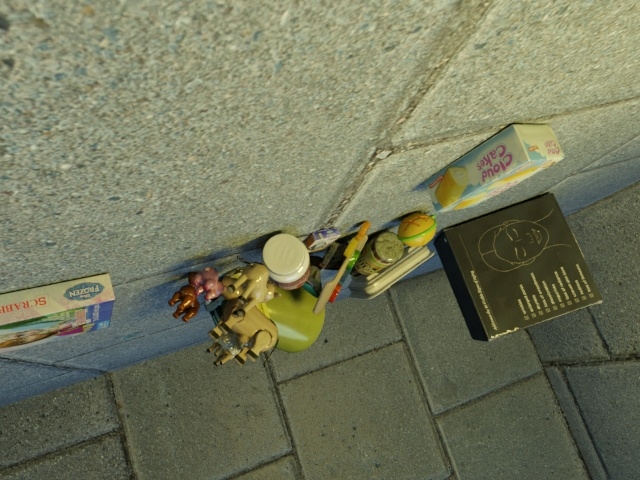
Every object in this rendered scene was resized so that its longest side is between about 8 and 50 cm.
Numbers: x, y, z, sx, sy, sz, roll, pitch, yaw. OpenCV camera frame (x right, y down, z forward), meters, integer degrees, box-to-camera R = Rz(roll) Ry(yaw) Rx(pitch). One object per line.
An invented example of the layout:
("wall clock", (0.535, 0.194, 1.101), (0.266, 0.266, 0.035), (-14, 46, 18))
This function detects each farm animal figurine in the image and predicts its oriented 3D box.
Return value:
("farm animal figurine", (-0.209, 0.173, 1.218), (0.330, 0.327, 0.172), (-11, -152, 40))

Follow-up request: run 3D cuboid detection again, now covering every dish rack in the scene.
("dish rack", (0.261, 0.111, 1.844), (0.333, 0.072, 0.285), (-32, -177, -15))

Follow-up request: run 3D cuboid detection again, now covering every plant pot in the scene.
("plant pot", (-0.181, 0.234, 1.599), (0.275, 0.275, 0.293), (-27, 150, 30))

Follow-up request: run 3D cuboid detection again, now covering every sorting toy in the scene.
("sorting toy", (0.076, 0.084, 1.409), (0.229, 0.041, 0.307), (-52, 170, -34))

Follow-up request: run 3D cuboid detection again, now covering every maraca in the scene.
("maraca", (0.302, -0.040, 1.452), (0.127, 0.099, 0.185), (-16, -165, 23))

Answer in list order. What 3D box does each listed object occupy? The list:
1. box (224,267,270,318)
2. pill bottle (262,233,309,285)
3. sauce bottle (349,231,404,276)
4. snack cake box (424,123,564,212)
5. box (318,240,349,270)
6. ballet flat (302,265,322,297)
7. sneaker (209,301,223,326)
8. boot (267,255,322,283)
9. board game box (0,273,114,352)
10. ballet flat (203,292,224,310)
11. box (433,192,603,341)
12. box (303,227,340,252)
("box", (-0.207, 0.199, 1.390), (0.058, 0.232, 0.087), (-24, 168, 25))
("pill bottle", (-0.088, 0.056, 1.220), (0.121, 0.121, 0.221), (-18, 167, -5))
("sauce bottle", (0.181, 0.065, 1.666), (0.111, 0.111, 0.344), (-15, 168, -19))
("snack cake box", (0.392, -0.161, 1.076), (0.152, 0.089, 0.264), (-9, 164, -36))
("box", (0.052, 0.050, 1.501), (0.094, 0.027, 0.137), (-61, 157, 8))
("ballet flat", (-0.049, 0.100, 1.419), (0.077, 0.079, 0.221), (17, 161, 44))
("sneaker", (-0.294, 0.253, 1.789), (0.125, 0.139, 0.341), (-35, -179, 21))
("boot", (-0.094, 0.093, 1.461), (0.219, 0.082, 0.106), (-17, 170, -1))
("board game box", (-0.644, 0.179, 1.054), (0.318, 0.066, 0.319), (-12, 165, -29))
("ballet flat", (-0.334, 0.166, 1.494), (0.068, 0.072, 0.213), (25, 141, -32))
("box", (0.802, 0.121, 1.971), (0.472, 0.480, 0.297), (-19, 168, 0))
("box", (0.000, 0.000, 1.326), (0.081, 0.028, 0.136), (-13, 168, -24))
